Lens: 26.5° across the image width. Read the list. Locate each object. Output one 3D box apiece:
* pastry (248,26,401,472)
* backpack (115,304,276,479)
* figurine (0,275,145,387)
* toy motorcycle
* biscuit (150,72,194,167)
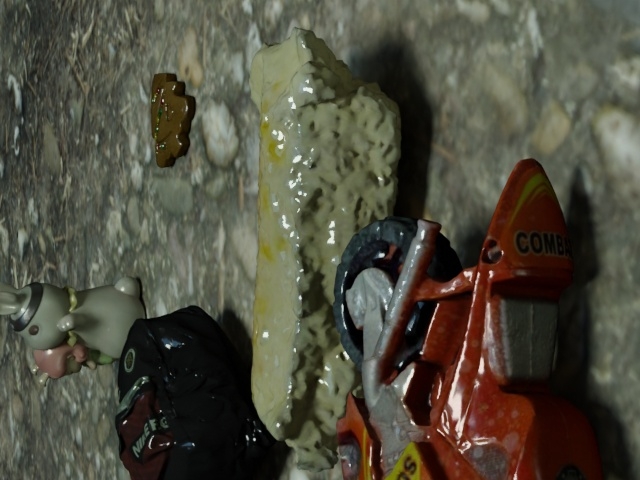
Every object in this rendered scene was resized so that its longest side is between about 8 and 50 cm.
[{"bbox_3d":[-0.003,0.001,0.836,0.121,0.089,0.258,-161,74,-65],"label":"pastry"},{"bbox_3d":[-0.103,0.129,1.011,0.165,0.106,0.120,55,141,43],"label":"backpack"},{"bbox_3d":[-0.233,0.083,1.217,0.081,0.146,0.098,-2,89,61],"label":"figurine"},{"bbox_3d":[0.078,0.121,0.674,0.171,0.089,0.298,-26,66,51],"label":"toy motorcycle"},{"bbox_3d":[-0.131,-0.110,1.159,0.082,0.016,0.092,-59,43,46],"label":"biscuit"}]
